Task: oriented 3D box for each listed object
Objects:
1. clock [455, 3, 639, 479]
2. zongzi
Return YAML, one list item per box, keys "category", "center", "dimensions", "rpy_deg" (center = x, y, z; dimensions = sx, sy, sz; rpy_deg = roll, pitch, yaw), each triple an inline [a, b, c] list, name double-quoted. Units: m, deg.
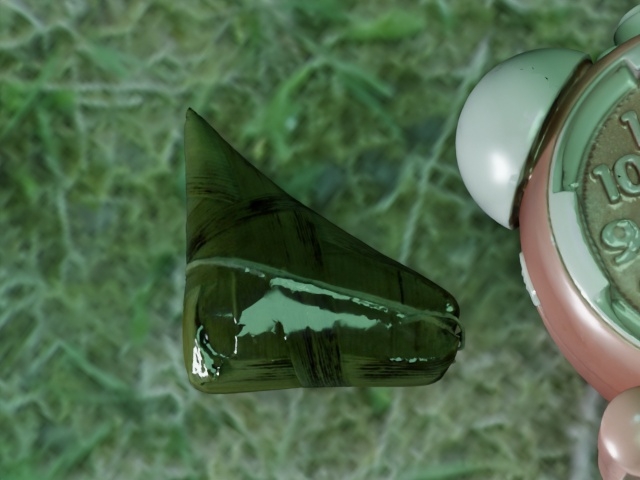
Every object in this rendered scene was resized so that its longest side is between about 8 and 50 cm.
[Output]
- category: "clock"
  center: [0.141, -0.008, 0.470]
  dimensions: [0.165, 0.093, 0.162]
  rpy_deg: [-17, 73, 5]
- category: "zongzi"
  center: [0.000, 0.000, 0.504]
  dimensions: [0.104, 0.052, 0.113]
  rpy_deg: [-2, 71, -2]
